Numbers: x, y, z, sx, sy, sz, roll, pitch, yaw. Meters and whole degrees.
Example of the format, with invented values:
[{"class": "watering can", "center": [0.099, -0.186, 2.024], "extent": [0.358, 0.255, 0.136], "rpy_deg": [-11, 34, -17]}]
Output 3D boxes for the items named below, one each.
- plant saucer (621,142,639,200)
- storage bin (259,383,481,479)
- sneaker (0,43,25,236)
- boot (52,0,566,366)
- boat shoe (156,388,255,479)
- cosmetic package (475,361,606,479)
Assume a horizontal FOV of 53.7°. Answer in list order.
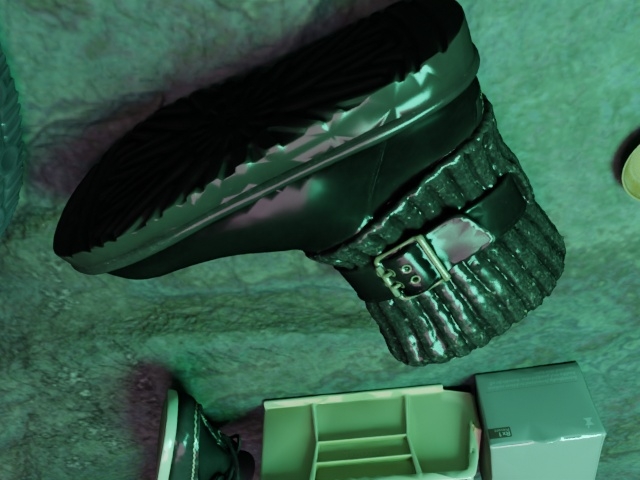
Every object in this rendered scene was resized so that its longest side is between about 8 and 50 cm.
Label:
[{"class": "plant saucer", "center": [0.288, -0.066, 0.519], "extent": [0.084, 0.015, 0.083], "rpy_deg": [-1, 134, -1]}, {"class": "storage bin", "center": [0.069, 0.314, 0.807], "extent": [0.261, 0.123, 0.262], "rpy_deg": [-6, 134, 5]}, {"class": "sneaker", "center": [-0.289, -0.124, 0.401], "extent": [0.131, 0.112, 0.318], "rpy_deg": [13, 132, 9]}, {"class": "boot", "center": [0.001, 0.003, 0.497], "extent": [0.348, 0.131, 0.260], "rpy_deg": [-20, 131, 16]}, {"class": "boat shoe", "center": [-0.137, 0.283, 0.770], "extent": [0.113, 0.127, 0.340], "rpy_deg": [4, 135, -7]}, {"class": "cosmetic package", "center": [0.261, 0.260, 0.778], "extent": [0.127, 0.107, 0.237], "rpy_deg": [-8, 131, 6]}]
